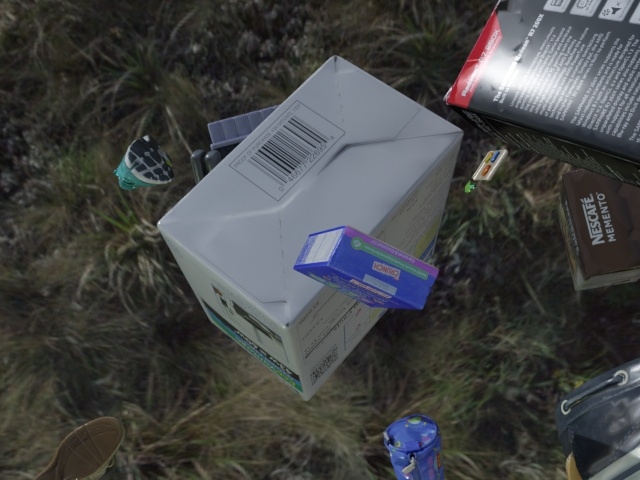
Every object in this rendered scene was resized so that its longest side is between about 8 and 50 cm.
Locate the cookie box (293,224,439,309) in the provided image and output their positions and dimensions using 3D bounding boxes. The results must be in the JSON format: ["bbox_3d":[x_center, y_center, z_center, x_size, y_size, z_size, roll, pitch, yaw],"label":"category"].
[{"bbox_3d":[0.036,0.026,0.592,0.092,0.107,0.040,26,79,-15],"label":"cookie box"}]

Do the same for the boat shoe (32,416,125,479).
[{"bbox_3d":[-0.533,0.494,1.483,0.285,0.089,0.104,-42,72,2],"label":"boat shoe"}]

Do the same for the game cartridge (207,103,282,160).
[{"bbox_3d":[-0.158,-0.173,1.848,0.230,0.068,0.354,-15,100,0],"label":"game cartridge"}]

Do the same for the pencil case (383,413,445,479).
[{"bbox_3d":[0.221,0.537,1.490,0.120,0.133,0.305,-8,109,13],"label":"pencil case"}]

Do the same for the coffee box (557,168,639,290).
[{"bbox_3d":[0.476,-0.016,1.134,0.119,0.297,0.168,-12,78,15],"label":"coffee box"}]

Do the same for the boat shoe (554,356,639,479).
[{"bbox_3d":[0.445,0.107,0.646,0.500,0.187,0.156,-38,37,17],"label":"boat shoe"}]

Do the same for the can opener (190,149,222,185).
[{"bbox_3d":[-0.242,-0.094,1.634,0.076,0.283,0.095,4,31,20],"label":"can opener"}]

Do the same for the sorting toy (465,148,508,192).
[{"bbox_3d":[0.260,-0.110,1.075,0.012,0.062,0.083,34,90,-12],"label":"sorting toy"}]

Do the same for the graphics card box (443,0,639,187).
[{"bbox_3d":[0.305,-0.152,0.539,0.371,0.094,0.232,31,94,47],"label":"graphics card box"}]

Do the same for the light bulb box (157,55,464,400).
[{"bbox_3d":[0.000,0.000,1.001,0.225,0.361,0.358,37,70,18],"label":"light bulb box"}]

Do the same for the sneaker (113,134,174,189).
[{"bbox_3d":[-0.374,-0.144,1.411,0.110,0.275,0.107,-40,103,1],"label":"sneaker"}]
